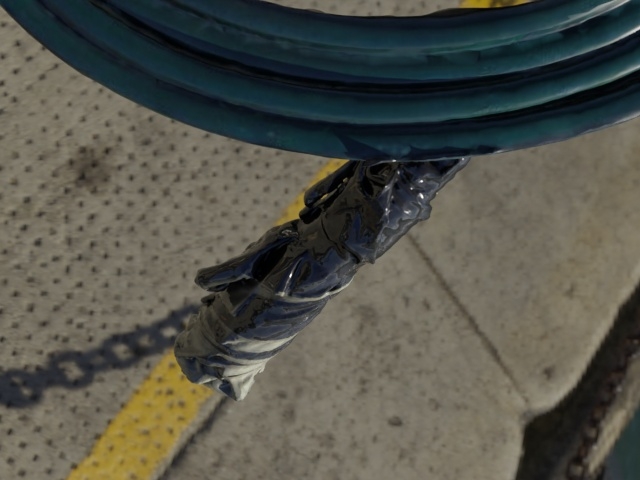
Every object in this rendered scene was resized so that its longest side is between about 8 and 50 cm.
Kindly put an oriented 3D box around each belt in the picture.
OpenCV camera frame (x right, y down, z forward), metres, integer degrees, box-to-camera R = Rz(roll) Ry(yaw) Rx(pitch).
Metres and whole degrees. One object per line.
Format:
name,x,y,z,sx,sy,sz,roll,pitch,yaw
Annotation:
belt,0.042,-0.191,0.570,0.437,0.173,0.300,-1,100,3

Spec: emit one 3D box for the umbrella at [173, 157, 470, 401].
umbrella,0.000,-0.004,0.957,0.106,0.357,0.113,44,31,-1
